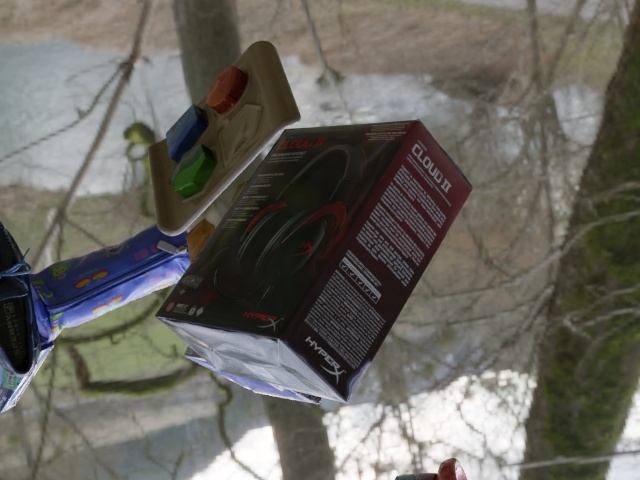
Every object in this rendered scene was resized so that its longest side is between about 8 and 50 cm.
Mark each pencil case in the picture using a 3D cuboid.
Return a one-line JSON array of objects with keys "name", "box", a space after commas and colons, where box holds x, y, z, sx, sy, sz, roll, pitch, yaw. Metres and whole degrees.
[{"name": "pencil case", "box": [-0.343, 0.056, 1.682, 0.306, 0.119, 0.133, -24, -173, -22]}]

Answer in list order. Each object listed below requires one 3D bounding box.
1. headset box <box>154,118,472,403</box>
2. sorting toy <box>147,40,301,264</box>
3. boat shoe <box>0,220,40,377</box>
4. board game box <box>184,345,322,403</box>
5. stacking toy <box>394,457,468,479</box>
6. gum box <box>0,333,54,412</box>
[{"name": "headset box", "box": [0.000, 0.000, 1.030, 0.218, 0.293, 0.110, 5, 145, 51]}, {"name": "sorting toy", "box": [-0.126, -0.110, 1.255, 0.229, 0.307, 0.041, -40, 126, 17]}, {"name": "boat shoe", "box": [-0.464, 0.077, 1.510, 0.109, 0.258, 0.089, -24, -168, -19]}, {"name": "board game box", "box": [-0.051, 0.083, 1.559, 0.141, 0.291, 0.232, 31, 163, -23]}, {"name": "stacking toy", "box": [0.144, 0.442, 1.271, 0.130, 0.309, 0.279, -16, 169, 11]}, {"name": "gum box", "box": [-0.555, 0.171, 1.707, 0.157, 0.184, 0.041, -52, 170, 24]}]
